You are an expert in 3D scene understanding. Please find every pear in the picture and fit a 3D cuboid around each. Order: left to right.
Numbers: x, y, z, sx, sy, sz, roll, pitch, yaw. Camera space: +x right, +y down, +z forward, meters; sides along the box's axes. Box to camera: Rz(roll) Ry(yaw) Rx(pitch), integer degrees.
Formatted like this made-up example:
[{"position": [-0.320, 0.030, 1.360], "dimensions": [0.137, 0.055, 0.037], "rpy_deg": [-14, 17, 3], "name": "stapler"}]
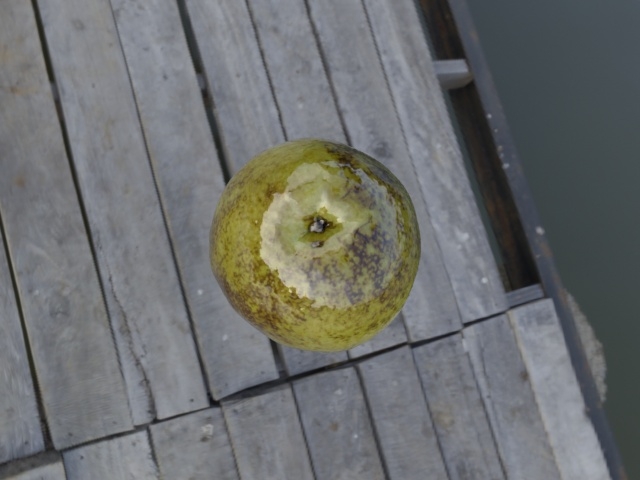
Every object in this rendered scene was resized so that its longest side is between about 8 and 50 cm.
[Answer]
[{"position": [0.000, 0.000, 0.620], "dimensions": [0.198, 0.197, 0.197], "rpy_deg": [6, 74, -22], "name": "pear"}]
